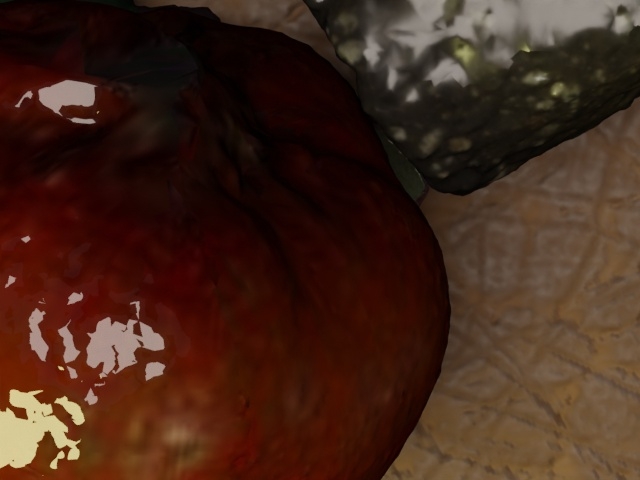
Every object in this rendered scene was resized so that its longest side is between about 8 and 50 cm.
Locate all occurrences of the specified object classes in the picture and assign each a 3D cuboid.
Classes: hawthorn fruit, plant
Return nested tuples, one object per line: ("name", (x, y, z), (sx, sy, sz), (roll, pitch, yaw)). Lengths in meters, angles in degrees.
("hawthorn fruit", (-0.084, 0.042, 0.761), (0.295, 0.295, 0.311), (-4, 128, 7))
("plant", (0.156, -0.153, 0.777), (0.320, 0.181, 0.194), (-32, 90, 12))

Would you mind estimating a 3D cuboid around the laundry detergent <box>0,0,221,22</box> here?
("laundry detergent", (-0.159, -0.107, 0.867), (0.221, 0.078, 0.144), (-7, 93, 9))

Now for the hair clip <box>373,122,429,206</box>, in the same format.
("hair clip", (0.000, 0.000, 0.883), (0.054, 0.022, 0.137), (43, 105, 4))
